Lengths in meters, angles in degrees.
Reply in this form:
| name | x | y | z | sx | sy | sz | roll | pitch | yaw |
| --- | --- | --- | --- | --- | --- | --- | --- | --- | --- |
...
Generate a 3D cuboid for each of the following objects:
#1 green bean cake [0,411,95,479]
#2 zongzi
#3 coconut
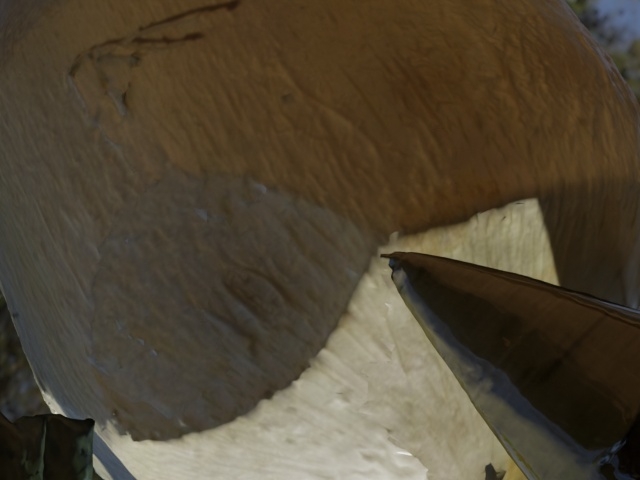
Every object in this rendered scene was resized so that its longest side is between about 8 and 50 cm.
| name | x | y | z | sx | sy | sz | roll | pitch | yaw |
| --- | --- | --- | --- | --- | --- | --- | --- | --- | --- |
| green bean cake | -0.175 | 0.100 | 0.575 | 0.173 | 0.094 | 0.181 | -4 | 173 | 19 |
| zongzi | 0.147 | 0.127 | 0.834 | 0.300 | 0.274 | 0.145 | 24 | -121 | 7 |
| coconut | 0.000 | 0.000 | 0.969 | 0.346 | 0.346 | 0.360 | -8 | -117 | -41 |
